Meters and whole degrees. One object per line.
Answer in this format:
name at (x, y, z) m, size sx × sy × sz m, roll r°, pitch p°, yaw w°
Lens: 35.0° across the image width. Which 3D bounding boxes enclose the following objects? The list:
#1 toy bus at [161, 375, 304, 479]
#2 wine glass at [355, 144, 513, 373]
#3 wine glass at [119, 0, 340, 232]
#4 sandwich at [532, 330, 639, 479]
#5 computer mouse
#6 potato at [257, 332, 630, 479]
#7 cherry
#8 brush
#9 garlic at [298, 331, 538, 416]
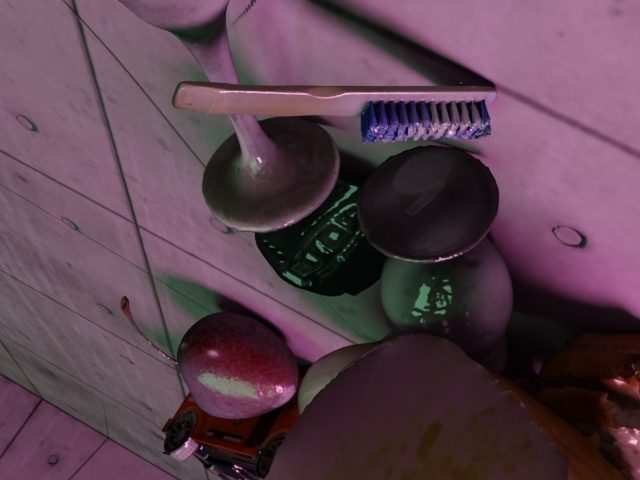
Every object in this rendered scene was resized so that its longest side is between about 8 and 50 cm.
toy bus at (-0.046, 0.236, 1.199) m, size 0.143 × 0.153 × 0.329 m, roll 42°, pitch 157°, yaw -25°
wine glass at (0.085, 0.031, 0.696) m, size 0.093 × 0.093 × 0.202 m, roll 21°, pitch 153°, yaw 24°
wine glass at (-0.140, -0.083, 0.552) m, size 0.096 × 0.264 × 0.309 m, roll 50°, pitch 170°, yaw 36°
sandwich at (0.293, 0.163, 0.697) m, size 0.249 × 0.095 × 0.273 m, roll 47°, pitch 154°, yaw -27°
computer mouse at (0.000, 0.000, 0.780) m, size 0.106 × 0.062 × 0.192 m, roll 35°, pitch 158°, yaw -8°
potato at (0.120, 0.218, 0.667) m, size 0.229 × 0.229 × 0.266 m, roll 5°, pitch 146°, yaw 47°
cherry at (-0.101, 0.121, 1.091) m, size 0.148 × 0.115 × 0.188 m, roll 37°, pitch 161°, yaw 45°
brush at (0.009, -0.069, 0.555) m, size 0.179 × 0.030 × 0.033 m, roll -1°, pitch 173°, yaw -12°
garlic at (0.113, 0.178, 0.847) m, size 0.281 × 0.184 × 0.203 m, roll 37°, pitch 140°, yaw -9°
